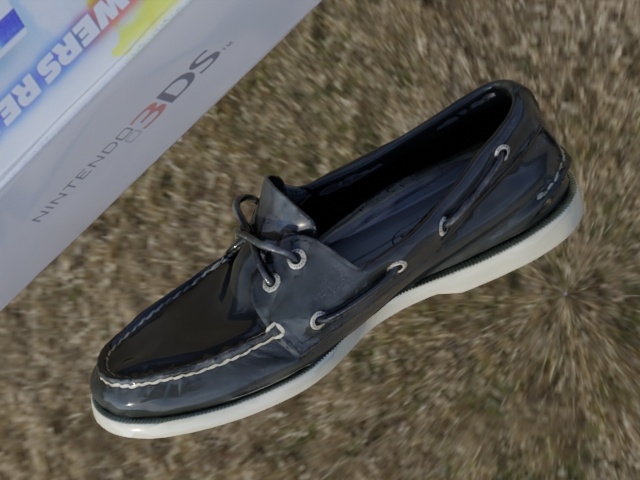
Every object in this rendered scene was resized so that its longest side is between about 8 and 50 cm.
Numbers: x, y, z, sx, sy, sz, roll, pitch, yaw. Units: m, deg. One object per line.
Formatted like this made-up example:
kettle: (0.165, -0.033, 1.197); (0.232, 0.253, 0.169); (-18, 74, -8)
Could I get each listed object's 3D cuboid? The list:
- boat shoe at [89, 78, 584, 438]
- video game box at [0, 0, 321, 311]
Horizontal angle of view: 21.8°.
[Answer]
boat shoe: (0.002, 0.002, 1.020); (0.340, 0.127, 0.113); (-23, 125, -7)
video game box: (-0.082, -0.098, 0.368); (0.205, 0.048, 0.187); (-42, 66, 17)
